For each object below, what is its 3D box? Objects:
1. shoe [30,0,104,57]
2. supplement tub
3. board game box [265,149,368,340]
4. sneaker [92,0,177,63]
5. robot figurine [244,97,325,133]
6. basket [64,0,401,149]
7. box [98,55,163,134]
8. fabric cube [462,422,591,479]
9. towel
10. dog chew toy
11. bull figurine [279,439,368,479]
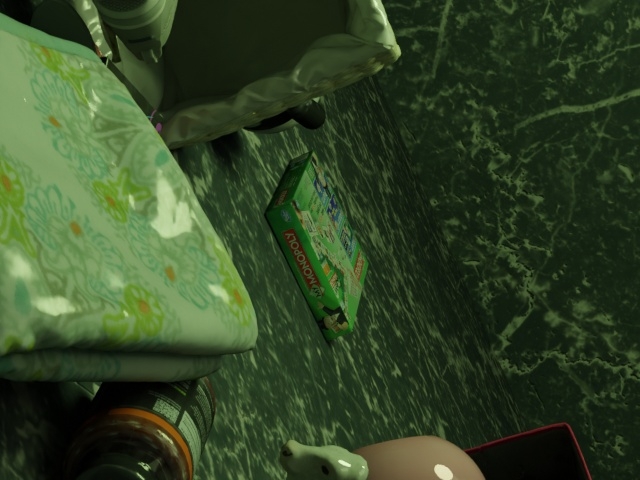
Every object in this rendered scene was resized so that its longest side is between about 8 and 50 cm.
[{"bbox_3d":[-0.245,-0.172,1.568,0.081,0.063,0.178,-85,155,-67],"label":"shoe"},{"bbox_3d":[-0.151,0.171,1.244,0.106,0.106,0.198,64,13,-14],"label":"supplement tub"},{"bbox_3d":[0.000,0.000,2.317,0.317,0.046,0.213,-70,137,-72],"label":"board game box"},{"bbox_3d":[-0.193,-0.306,1.568,0.115,0.105,0.281,79,11,-54],"label":"sneaker"},{"bbox_3d":[-0.099,-0.242,2.051,0.278,0.173,0.209,31,49,-70],"label":"robot figurine"},{"bbox_3d":[-0.110,-0.297,1.765,0.266,0.331,0.328,-4,72,-83],"label":"basket"},{"bbox_3d":[-0.209,-0.084,1.498,0.116,0.029,0.162,50,44,-51],"label":"box"},{"bbox_3d":[0.266,0.448,2.057,0.254,0.259,0.258,-102,174,-47],"label":"fabric cube"},{"bbox_3d":[-0.215,-0.041,1.182,0.320,0.090,0.374,59,20,18],"label":"towel"},{"bbox_3d":[0.117,0.402,1.771,0.206,0.206,0.332,31,46,-70],"label":"dog chew toy"},{"bbox_3d":[0.003,0.309,1.449,0.310,0.188,0.101,55,16,-43],"label":"bull figurine"}]
